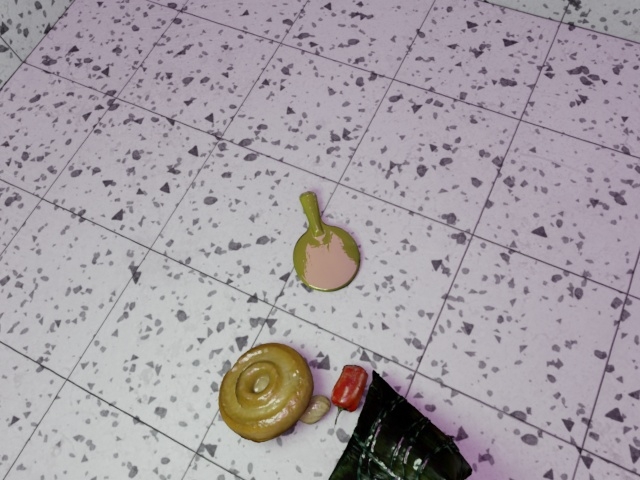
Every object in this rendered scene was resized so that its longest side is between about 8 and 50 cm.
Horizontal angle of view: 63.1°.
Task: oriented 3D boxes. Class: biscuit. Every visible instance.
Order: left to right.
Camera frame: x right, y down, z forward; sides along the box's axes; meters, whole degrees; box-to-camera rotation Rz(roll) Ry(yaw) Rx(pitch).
[{"bbox_3d":[-0.166,0.434,1.533,0.297,0.102,0.296,-14,47,16],"label":"biscuit"}]

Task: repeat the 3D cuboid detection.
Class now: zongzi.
[{"bbox_3d":[0.185,0.613,1.423,0.383,0.319,0.362,33,87,34],"label":"zongzi"}]

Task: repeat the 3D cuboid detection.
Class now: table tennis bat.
[{"bbox_3d":[0.000,0.000,1.772,0.224,0.054,0.368,-18,71,-1],"label":"table tennis bat"}]

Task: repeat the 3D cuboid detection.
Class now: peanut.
[{"bbox_3d":[-0.060,0.506,1.550,0.187,0.082,0.082,-7,67,3],"label":"peanut"}]

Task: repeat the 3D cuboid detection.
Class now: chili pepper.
[{"bbox_3d":[0.074,0.466,1.548,0.084,0.086,0.192,33,61,-14],"label":"chili pepper"}]
